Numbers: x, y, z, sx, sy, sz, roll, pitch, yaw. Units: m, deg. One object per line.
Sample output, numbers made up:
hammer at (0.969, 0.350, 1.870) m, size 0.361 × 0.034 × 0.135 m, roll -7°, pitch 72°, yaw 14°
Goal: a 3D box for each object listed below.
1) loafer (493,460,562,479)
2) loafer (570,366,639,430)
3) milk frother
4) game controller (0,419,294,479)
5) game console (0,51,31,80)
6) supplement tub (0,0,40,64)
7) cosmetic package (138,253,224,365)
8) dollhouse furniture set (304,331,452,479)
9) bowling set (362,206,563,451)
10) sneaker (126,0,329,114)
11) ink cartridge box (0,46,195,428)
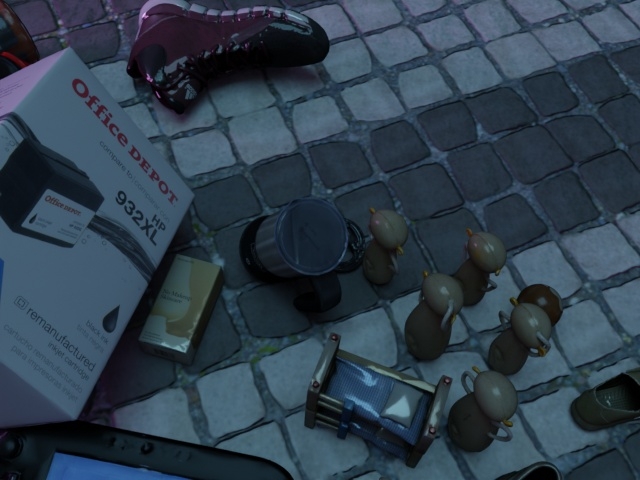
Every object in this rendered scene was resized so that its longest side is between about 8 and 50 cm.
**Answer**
loafer at (0.135, 0.298, 0.653) m, size 0.096 × 0.084 × 0.267 m, roll 37°, pitch 51°, yaw 21°
loafer at (0.350, 0.169, 0.788) m, size 0.148 × 0.050 × 0.056 m, roll -19°, pitch 62°, yaw -13°
milk frother at (0.000, 0.000, 0.822) m, size 0.143 × 0.134 × 0.129 m, roll -44°, pitch 101°, yaw -21°
game controller at (-0.185, 0.273, 0.693) m, size 0.319 × 0.067 × 0.167 m, roll 10°, pitch 60°, yaw 4°
game console at (-0.532, -0.086, 0.845) m, size 0.386 × 0.060 × 0.342 m, roll 13°, pitch 84°, yaw 6°
supplement tub at (-0.487, -0.234, 0.955) m, size 0.198 × 0.106 × 0.106 m, roll -37°, pitch 68°, yaw -22°
cosmetic package at (-0.158, 0.078, 0.823) m, size 0.060 × 0.041 × 0.115 m, roll 13°, pitch 60°, yaw 6°
dollhouse furniture set at (0.034, 0.213, 0.702) m, size 0.129 × 0.129 × 0.184 m, roll 19°, pitch 61°, yaw 9°
bowling set at (0.181, 0.061, 0.784) m, size 0.199 × 0.154 × 0.287 m, roll -23°, pitch 64°, yaw -15°
sneaker at (-0.136, -0.236, 0.986) m, size 0.281 × 0.106 × 0.163 m, roll 10°, pitch 65°, yaw 14°
ink cartridge box at (-0.284, -0.006, 0.715) m, size 0.129 × 0.223 × 0.307 m, roll -13°, pitch 39°, yaw 31°
